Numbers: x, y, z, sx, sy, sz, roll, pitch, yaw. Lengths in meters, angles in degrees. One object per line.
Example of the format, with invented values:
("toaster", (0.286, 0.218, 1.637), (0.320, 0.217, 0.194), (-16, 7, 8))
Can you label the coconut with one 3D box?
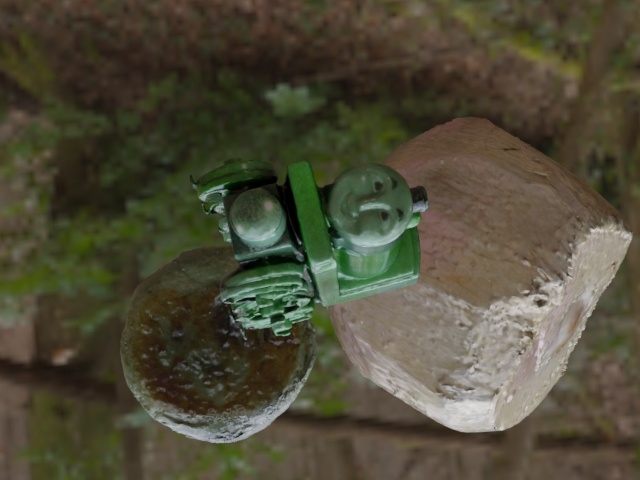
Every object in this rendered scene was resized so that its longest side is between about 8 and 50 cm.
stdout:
("coconut", (0.137, 0.027, 1.871), (0.254, 0.297, 0.297), (35, -168, 20))

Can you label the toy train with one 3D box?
("toy train", (0.000, 0.000, 1.049), (0.119, 0.085, 0.251), (-13, 174, -1))

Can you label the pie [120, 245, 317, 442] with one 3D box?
("pie", (-0.096, 0.095, 1.770), (0.187, 0.187, 0.041), (-7, 178, 1))
